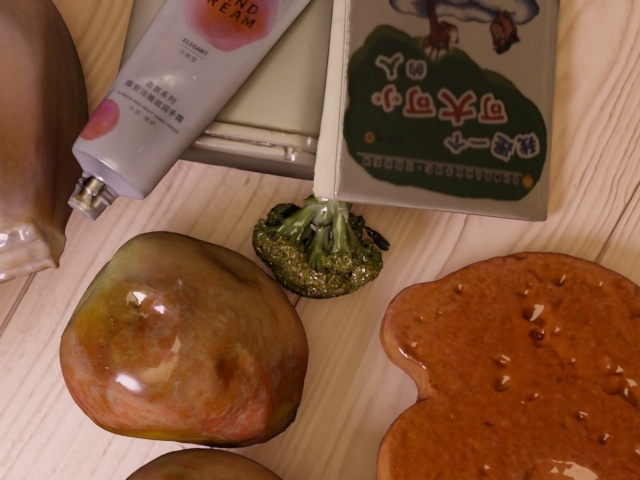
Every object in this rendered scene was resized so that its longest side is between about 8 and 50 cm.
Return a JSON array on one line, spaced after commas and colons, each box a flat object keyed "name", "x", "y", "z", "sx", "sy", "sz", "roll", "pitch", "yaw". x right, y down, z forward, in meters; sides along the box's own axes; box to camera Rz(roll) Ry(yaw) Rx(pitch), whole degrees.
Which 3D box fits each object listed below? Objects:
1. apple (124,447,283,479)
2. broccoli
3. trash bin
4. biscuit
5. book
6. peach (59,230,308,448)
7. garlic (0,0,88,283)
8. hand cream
[{"name": "apple", "x": -0.108, "y": 0.325, "z": 1.186, "sx": 0.234, "sy": 0.257, "sz": 0.257, "roll": 30, "pitch": 89, "yaw": 12}, {"name": "broccoli", "x": 0.000, "y": 0.000, "z": 1.265, "sx": 0.131, "sy": 0.130, "sz": 0.120, "roll": 22, "pitch": 117, "yaw": 17}, {"name": "trash bin", "x": -0.073, "y": -0.198, "z": 1.274, "sx": 0.243, "sy": 0.121, "sz": 0.247, "roll": 11, "pitch": 86, "yaw": 2}, {"name": "biscuit", "x": 0.222, "y": 0.221, "z": 1.195, "sx": 0.349, "sy": 0.078, "sz": 0.455, "roll": 4, "pitch": 61, "yaw": 0}, {"name": "book", "x": 0.126, "y": -0.212, "z": 1.250, "sx": 0.260, "sy": 0.043, "sz": 0.371, "roll": 4, "pitch": 88, "yaw": -29}, {"name": "peach", "x": -0.122, "y": 0.105, "z": 1.223, "sx": 0.235, "sy": 0.214, "sz": 0.214, "roll": 26, "pitch": 89, "yaw": -5}, {"name": "garlic", "x": -0.354, "y": -0.136, "z": 1.221, "sx": 0.231, "sy": 0.246, "sz": 0.340, "roll": -10, "pitch": 104, "yaw": 12}, {"name": "hand cream", "x": -0.122, "y": -0.162, "z": 1.183, "sx": 0.124, "sy": 0.078, "sz": 0.341, "roll": 33, "pitch": 80, "yaw": 4}]
